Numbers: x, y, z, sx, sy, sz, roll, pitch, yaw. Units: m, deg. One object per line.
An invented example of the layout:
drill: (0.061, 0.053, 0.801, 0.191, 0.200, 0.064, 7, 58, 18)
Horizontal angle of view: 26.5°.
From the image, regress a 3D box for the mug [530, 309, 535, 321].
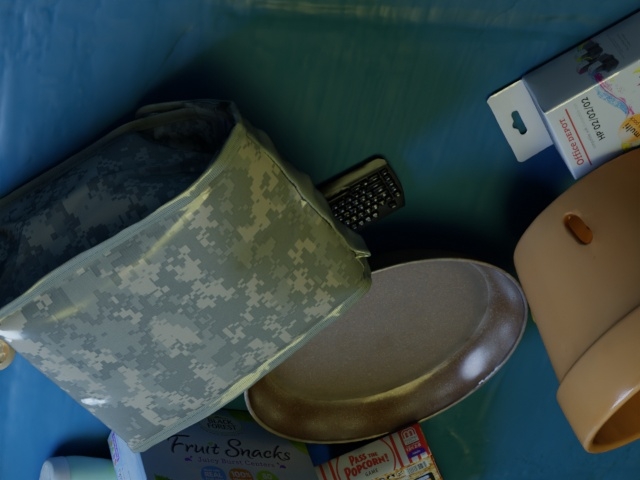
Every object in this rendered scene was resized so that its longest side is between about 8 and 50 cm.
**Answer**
mug: (0.275, 0.073, 1.488, 0.078, 0.062, 0.064, -23, 128, -8)

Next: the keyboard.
keyboard: (0.000, 0.000, 1.328, 0.192, 0.038, 0.100, -29, 135, 8)

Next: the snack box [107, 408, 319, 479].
snack box: (-0.105, 0.258, 1.434, 0.207, 0.174, 0.070, 11, 123, -28)

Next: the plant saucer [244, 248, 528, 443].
plant saucer: (0.065, 0.106, 1.425, 0.310, 0.050, 0.311, -13, 141, -11)

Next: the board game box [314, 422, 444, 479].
board game box: (0.072, 0.294, 1.598, 0.146, 0.045, 0.193, -23, 148, 1)

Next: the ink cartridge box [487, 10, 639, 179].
ink cartridge box: (0.262, -0.130, 1.286, 0.181, 0.062, 0.104, -29, 135, 8)

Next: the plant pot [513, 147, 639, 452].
plant pot: (0.324, 0.045, 1.334, 0.291, 0.203, 0.291, -28, 157, -13)

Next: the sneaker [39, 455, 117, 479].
sneaker: (-0.246, 0.340, 1.514, 0.151, 0.094, 0.256, 3, 130, -23)

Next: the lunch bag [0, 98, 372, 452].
lunch bag: (-0.123, 0.017, 1.202, 0.287, 0.169, 0.235, -30, 131, 13)

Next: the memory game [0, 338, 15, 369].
memory game: (-0.361, 0.079, 1.213, 0.186, 0.012, 0.186, -3, 98, -23)
